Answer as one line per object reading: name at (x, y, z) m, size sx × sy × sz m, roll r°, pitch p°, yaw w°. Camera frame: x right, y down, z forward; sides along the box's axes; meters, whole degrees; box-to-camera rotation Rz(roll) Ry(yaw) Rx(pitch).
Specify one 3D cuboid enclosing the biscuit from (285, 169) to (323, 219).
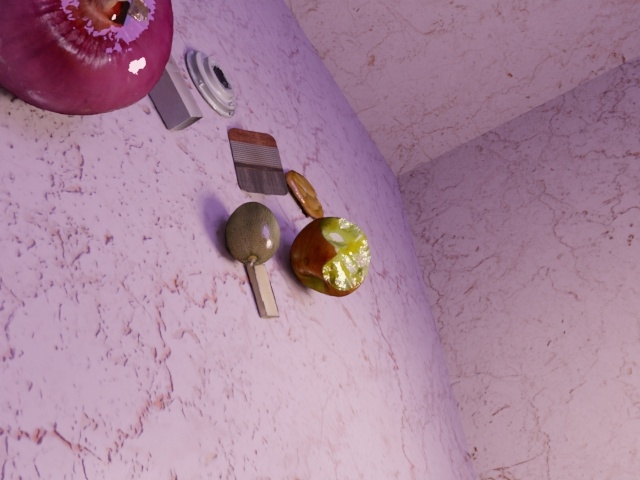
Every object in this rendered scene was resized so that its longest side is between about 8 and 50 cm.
biscuit at (-0.058, -0.175, 2.049) m, size 0.260 × 0.041 × 0.203 m, roll 38°, pitch 32°, yaw -56°

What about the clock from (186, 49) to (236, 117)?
clock at (-0.326, -0.499, 1.730) m, size 0.236 × 0.053 × 0.237 m, roll 52°, pitch 23°, yaw -33°

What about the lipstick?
lipstick at (-0.420, -0.457, 1.373) m, size 0.372 × 0.079 × 0.076 m, roll 62°, pitch 18°, yaw -4°

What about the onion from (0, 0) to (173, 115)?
onion at (-0.393, -0.397, 0.921) m, size 0.358 × 0.344 × 0.359 m, roll -11°, pitch 90°, yaw -72°

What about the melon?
melon at (-0.169, -0.013, 1.382) m, size 0.139 × 0.139 × 0.192 m, roll 47°, pitch 27°, yaw -42°

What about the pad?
pad at (-0.113, -0.253, 1.715) m, size 0.055 × 0.322 × 0.250 m, roll 109°, pitch -30°, yaw -57°

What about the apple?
apple at (0.035, 0.041, 1.670) m, size 0.246 × 0.246 × 0.226 m, roll 49°, pitch 60°, yaw -39°

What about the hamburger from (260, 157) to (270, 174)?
hamburger at (-0.167, -0.208, 1.765) m, size 0.133 × 0.062 × 0.140 m, roll 64°, pitch 17°, yaw -10°

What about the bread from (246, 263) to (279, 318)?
bread at (-0.149, 0.129, 1.424) m, size 0.068 × 0.028 × 0.154 m, roll 21°, pitch 47°, yaw -64°
